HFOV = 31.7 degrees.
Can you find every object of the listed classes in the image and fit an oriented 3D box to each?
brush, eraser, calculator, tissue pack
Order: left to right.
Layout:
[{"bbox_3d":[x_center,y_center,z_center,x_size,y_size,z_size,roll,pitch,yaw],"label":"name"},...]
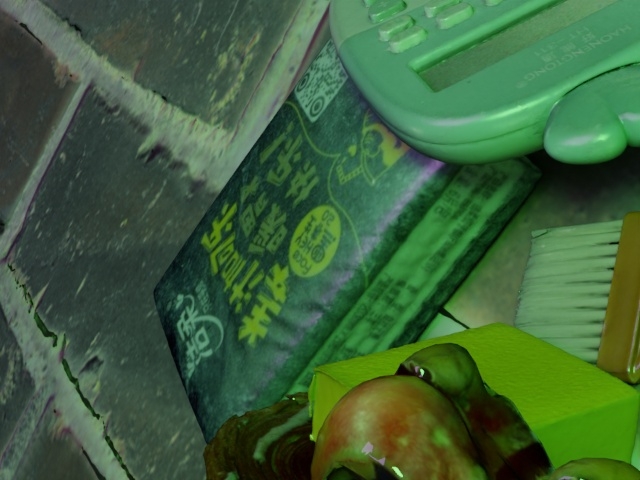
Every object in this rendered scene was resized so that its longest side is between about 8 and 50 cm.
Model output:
[{"bbox_3d":[0.000,0.000,0.714,0.257,0.081,0.185,-54,35,18],"label":"tissue pack"},{"bbox_3d":[0.070,0.083,0.522,0.097,0.122,0.045,28,121,50],"label":"eraser"},{"bbox_3d":[0.104,-0.119,0.612,0.184,0.042,0.295,-27,38,-2],"label":"calculator"},{"bbox_3d":[0.203,0.022,0.485,0.314,0.017,0.090,-6,66,51],"label":"brush"}]

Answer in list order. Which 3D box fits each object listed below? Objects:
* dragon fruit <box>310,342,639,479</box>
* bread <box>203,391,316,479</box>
[{"bbox_3d":[0.047,0.211,0.362,0.243,0.307,0.227,-36,13,-24],"label":"dragon fruit"},{"bbox_3d":[0.020,0.134,0.542,0.160,0.160,0.073,36,126,56],"label":"bread"}]
